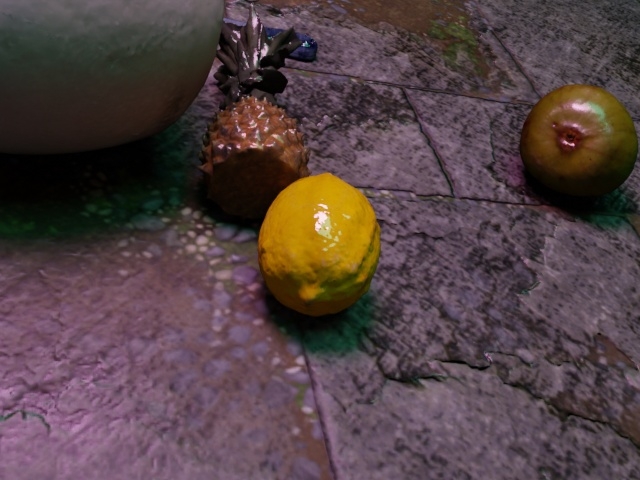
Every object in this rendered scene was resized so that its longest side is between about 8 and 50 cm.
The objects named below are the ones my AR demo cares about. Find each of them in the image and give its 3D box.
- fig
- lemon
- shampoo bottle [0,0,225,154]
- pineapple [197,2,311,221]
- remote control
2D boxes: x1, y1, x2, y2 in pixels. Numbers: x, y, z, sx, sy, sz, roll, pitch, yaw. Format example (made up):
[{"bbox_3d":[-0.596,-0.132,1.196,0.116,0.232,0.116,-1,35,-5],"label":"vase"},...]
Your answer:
[{"bbox_3d":[0.333,-0.129,0.955,0.142,0.147,0.186,13,1,11],"label":"fig"},{"bbox_3d":[0.000,0.000,0.671,0.114,0.114,0.155,15,45,-7],"label":"lemon"},{"bbox_3d":[-0.255,-0.236,0.664,0.317,0.322,0.322,7,41,-36],"label":"shampoo bottle"},{"bbox_3d":[-0.071,-0.142,0.805,0.119,0.130,0.277,-12,46,7],"label":"pineapple"},{"bbox_3d":[-0.078,-0.280,1.011,0.153,0.027,0.043,9,46,-11],"label":"remote control"}]
